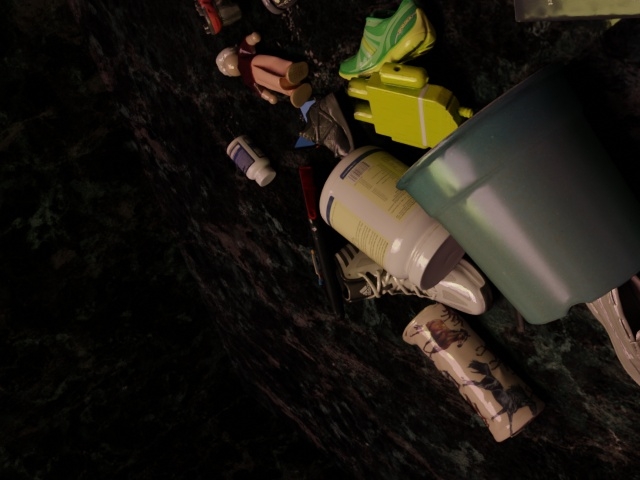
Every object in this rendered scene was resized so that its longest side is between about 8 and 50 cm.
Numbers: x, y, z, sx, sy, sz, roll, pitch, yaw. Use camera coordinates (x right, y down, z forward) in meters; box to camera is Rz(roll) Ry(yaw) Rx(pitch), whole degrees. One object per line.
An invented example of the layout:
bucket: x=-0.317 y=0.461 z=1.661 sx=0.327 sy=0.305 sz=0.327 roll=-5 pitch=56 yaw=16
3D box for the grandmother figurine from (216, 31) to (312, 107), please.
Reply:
grandmother figurine: x=-0.174 y=-0.484 z=1.700 sx=0.342 sy=0.104 sz=0.208 roll=26 pitch=131 yaw=39

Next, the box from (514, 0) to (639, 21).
box: x=0.429 y=-0.428 z=0.676 sx=0.395 sy=0.212 sz=0.294 roll=22 pitch=137 yaw=48

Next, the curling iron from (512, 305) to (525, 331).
curling iron: x=0.446 y=0.096 z=1.414 sx=0.068 sy=0.035 sz=0.274 roll=13 pitch=130 yaw=58

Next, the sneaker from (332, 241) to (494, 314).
sneaker: x=0.209 y=0.122 z=1.577 sx=0.447 sy=0.257 sz=0.169 roll=28 pitch=142 yaw=41

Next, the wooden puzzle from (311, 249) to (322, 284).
wooden puzzle: x=-0.007 y=0.078 z=1.766 sx=0.078 sy=0.014 sz=0.117 roll=62 pitch=-167 yaw=-73

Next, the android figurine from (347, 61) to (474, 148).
android figurine: x=0.195 y=-0.279 z=1.295 sx=0.272 sy=0.056 sz=0.248 roll=17 pitch=158 yaw=23

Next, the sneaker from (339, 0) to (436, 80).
sneaker: x=0.138 y=-0.422 z=1.289 sx=0.295 sy=0.109 sz=0.124 roll=-11 pitch=92 yaw=60

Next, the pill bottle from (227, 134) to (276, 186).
pill bottle: x=-0.229 y=-0.265 z=2.027 sx=0.169 sy=0.094 sz=0.094 roll=48 pitch=152 yaw=14

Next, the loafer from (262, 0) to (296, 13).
loafer: x=-0.141 y=-0.698 z=1.431 sx=0.095 sy=0.109 sz=0.303 roll=-13 pitch=116 yaw=41

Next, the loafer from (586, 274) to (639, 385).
loafer: x=0.617 y=0.176 z=1.147 sx=0.320 sy=0.112 sz=0.111 roll=54 pitch=161 yaw=4

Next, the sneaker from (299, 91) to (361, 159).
sneaker: x=0.029 y=-0.257 z=1.572 sx=0.130 sy=0.087 sz=0.228 roll=-23 pitch=100 yaw=19

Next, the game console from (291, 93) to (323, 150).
game console: x=-0.040 y=-0.325 z=1.671 sx=0.144 sy=0.085 sz=0.124 roll=5 pitch=125 yaw=55

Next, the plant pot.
plant pot: x=0.364 y=-0.063 z=1.028 sx=0.334 sy=0.341 sz=0.341 roll=54 pitch=153 yaw=6

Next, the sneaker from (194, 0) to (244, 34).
sneaker: x=-0.287 y=-0.679 z=1.668 sx=0.098 sy=0.135 sz=0.276 roll=74 pitch=173 yaw=-54

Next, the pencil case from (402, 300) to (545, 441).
pencil case: x=0.407 y=0.349 z=1.620 sx=0.410 sy=0.160 sz=0.183 roll=47 pitch=168 yaw=15

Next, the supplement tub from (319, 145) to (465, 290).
supplement tub: x=0.182 y=-0.056 z=1.451 sx=0.325 sy=0.235 sz=0.236 roll=40 pitch=149 yaw=27

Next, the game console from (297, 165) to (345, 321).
game console: x=0.000 y=0.000 z=1.796 sx=0.342 sy=0.060 sz=0.387 roll=-95 pitch=-9 yaw=-56
